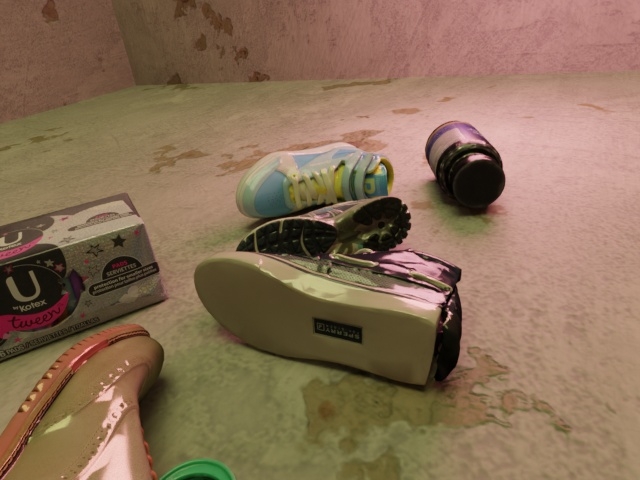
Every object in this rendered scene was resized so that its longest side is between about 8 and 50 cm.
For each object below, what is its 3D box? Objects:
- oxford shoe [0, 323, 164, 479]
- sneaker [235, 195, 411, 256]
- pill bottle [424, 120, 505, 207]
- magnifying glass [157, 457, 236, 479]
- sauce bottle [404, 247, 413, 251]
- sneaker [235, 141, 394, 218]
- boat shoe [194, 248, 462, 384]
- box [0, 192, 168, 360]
[{"bbox_3d":[-0.198,0.202,0.389,0.146,0.141,0.397,21,18,-4],"label":"oxford shoe"},{"bbox_3d":[0.000,0.000,0.763,0.282,0.110,0.122,-13,11,-16],"label":"sneaker"},{"bbox_3d":[0.282,-0.150,0.920,0.122,0.123,0.219,-5,28,4],"label":"pill bottle"},{"bbox_3d":[-0.124,0.267,0.347,0.092,0.026,0.231,-1,29,11],"label":"magnifying glass"},{"bbox_3d":[0.082,0.040,0.699,0.128,0.042,0.042,-17,29,-14],"label":"sauce bottle"},{"bbox_3d":[0.010,-0.110,0.912,0.318,0.127,0.208,-27,32,-30],"label":"sneaker"},{"bbox_3d":[0.017,0.067,0.604,0.340,0.127,0.158,14,28,22],"label":"boat shoe"},{"bbox_3d":[-0.383,0.042,0.706,0.247,0.142,0.163,-21,30,-23],"label":"box"}]
